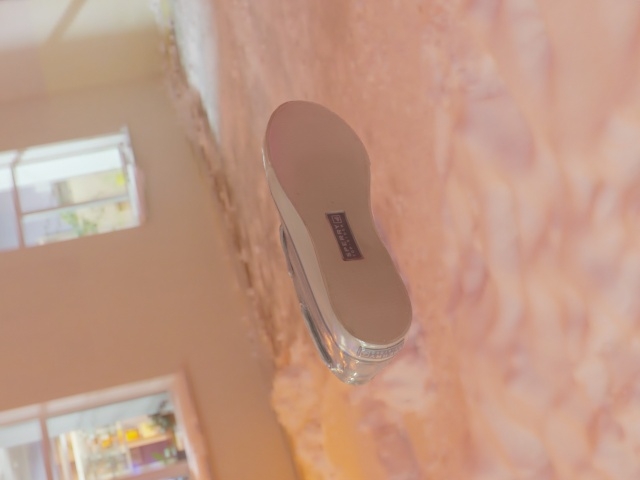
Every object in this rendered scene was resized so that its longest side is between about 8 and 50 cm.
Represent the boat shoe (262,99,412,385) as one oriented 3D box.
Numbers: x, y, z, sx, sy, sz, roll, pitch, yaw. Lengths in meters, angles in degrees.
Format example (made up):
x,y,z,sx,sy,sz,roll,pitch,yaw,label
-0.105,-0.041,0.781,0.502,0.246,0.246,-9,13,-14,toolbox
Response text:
x,y,z,sx,sy,sz,roll,pitch,yaw,label
0.001,0.000,0.786,0.081,0.079,0.227,114,147,-49,boat shoe
